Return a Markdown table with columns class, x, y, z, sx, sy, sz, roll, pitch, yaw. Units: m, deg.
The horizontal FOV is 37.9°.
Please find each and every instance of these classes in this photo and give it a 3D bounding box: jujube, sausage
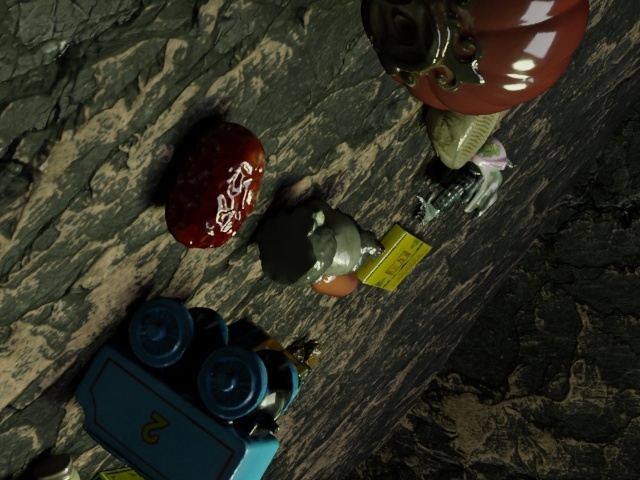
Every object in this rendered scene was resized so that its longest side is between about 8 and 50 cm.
| class | x | y | z | sx | sy | sz | roll | pitch | yaw |
| --- | --- | --- | --- | --- | --- | --- | --- | --- | --- |
| jujube | -0.134 | -0.069 | 1.219 | 0.176 | 0.109 | 0.112 | -60 | -168 | 25 |
| sausage | 0.028 | 0.079 | 1.917 | 0.077 | 0.077 | 0.194 | -49 | 161 | 6 |

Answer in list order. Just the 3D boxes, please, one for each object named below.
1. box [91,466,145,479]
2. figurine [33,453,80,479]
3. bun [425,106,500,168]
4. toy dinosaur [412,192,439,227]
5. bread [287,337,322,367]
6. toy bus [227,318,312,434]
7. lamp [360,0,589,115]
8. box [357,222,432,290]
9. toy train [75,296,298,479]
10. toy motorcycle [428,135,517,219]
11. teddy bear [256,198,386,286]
| class | x | y | z | sx | sy | sz | roll | pitch | yaw |
| --- | --- | --- | --- | --- | --- | --- | --- | --- | --- |
| box | -0.358 | 0.518 | 1.849 | 0.064 | 0.141 | 0.220 | -48 | 162 | 4 |
| figurine | -0.408 | 0.541 | 1.578 | 0.248 | 0.203 | 0.381 | -79 | 158 | -58 |
| bun | 0.255 | -0.225 | 1.744 | 0.166 | 0.113 | 0.173 | -49 | 161 | -18 |
| toy dinosaur | 0.246 | -0.069 | 2.146 | 0.082 | 0.039 | 0.209 | -47 | 161 | 4 |
| bread | -0.051 | 0.274 | 2.151 | 0.113 | 0.060 | 0.082 | -27 | 152 | -42 |
| toy bus | -0.187 | 0.292 | 1.689 | 0.323 | 0.194 | 0.162 | -28 | 154 | -51 |
| lamp | 0.184 | -0.303 | 1.145 | 0.257 | 0.303 | 0.303 | -32 | 156 | -31 |
| box | 0.176 | 0.045 | 2.224 | 0.153 | 0.041 | 0.279 | -48 | 162 | 7 |
| toy train | -0.194 | 0.247 | 1.421 | 0.265 | 0.300 | 0.188 | -59 | 160 | 1 |
| toy motorcycle | 0.349 | -0.153 | 2.051 | 0.188 | 0.143 | 0.327 | -55 | 167 | 21 |
| teddy bear | -0.016 | 0.007 | 1.603 | 0.171 | 0.144 | 0.251 | -32 | 167 | 23 |
